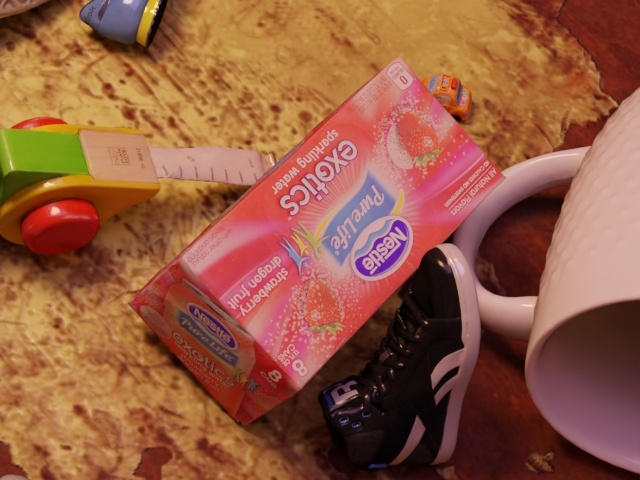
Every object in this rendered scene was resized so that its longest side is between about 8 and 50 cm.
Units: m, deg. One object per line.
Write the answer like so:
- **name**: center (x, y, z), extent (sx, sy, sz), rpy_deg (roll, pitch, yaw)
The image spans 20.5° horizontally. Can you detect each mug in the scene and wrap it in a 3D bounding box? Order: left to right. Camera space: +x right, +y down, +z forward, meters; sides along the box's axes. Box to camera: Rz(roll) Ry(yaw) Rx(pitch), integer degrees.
- **mug**: center (0.299, 0.006, 1.588), extent (0.374, 0.276, 0.328), rpy_deg (1, 50, 21)

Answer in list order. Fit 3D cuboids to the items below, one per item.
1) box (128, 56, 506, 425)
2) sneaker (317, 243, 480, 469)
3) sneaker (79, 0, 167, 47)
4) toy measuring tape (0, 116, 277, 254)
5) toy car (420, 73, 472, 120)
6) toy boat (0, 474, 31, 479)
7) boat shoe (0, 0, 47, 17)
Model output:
- **box**: center (0.000, 0.000, 1.547), extent (0.154, 0.142, 0.300), rpy_deg (49, 60, -3)
- **sneaker**: center (0.060, 0.108, 1.480), extent (0.121, 0.217, 0.079), rpy_deg (-8, 32, -20)
- **sneaker**: center (-0.173, -0.282, 1.723), extent (0.082, 0.069, 0.209), rpy_deg (18, 58, 1)
- **toy measuring tape**: center (-0.190, -0.045, 1.586), extent (0.330, 0.121, 0.121), rpy_deg (2, 58, -39)
- **toy car**: center (0.106, -0.118, 1.717), extent (0.060, 0.040, 0.122), rpy_deg (32, 58, 5)
- **toy boat**: center (-0.221, 0.340, 1.310), extent (0.267, 0.148, 0.318), rpy_deg (-4, 63, -16)
- **boat shoe**: center (-0.401, -0.280, 1.583), extent (0.500, 0.187, 0.156), rpy_deg (-22, 37, -39)
